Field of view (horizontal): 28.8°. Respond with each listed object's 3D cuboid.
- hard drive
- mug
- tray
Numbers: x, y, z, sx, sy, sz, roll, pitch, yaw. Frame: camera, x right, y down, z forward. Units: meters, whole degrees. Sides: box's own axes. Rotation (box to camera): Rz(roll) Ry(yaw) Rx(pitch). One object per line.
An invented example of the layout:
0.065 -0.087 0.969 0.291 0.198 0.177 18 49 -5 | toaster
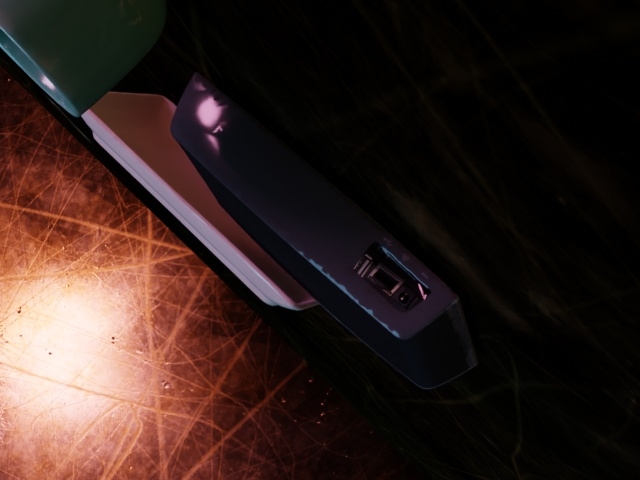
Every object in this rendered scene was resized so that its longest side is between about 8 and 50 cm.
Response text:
0.000 0.000 0.894 0.254 0.054 0.172 42 172 23 | hard drive
-0.162 -0.157 0.756 0.129 0.097 0.158 50 171 -38 | mug
-0.088 -0.032 1.043 0.270 0.030 0.145 43 -160 17 | tray
